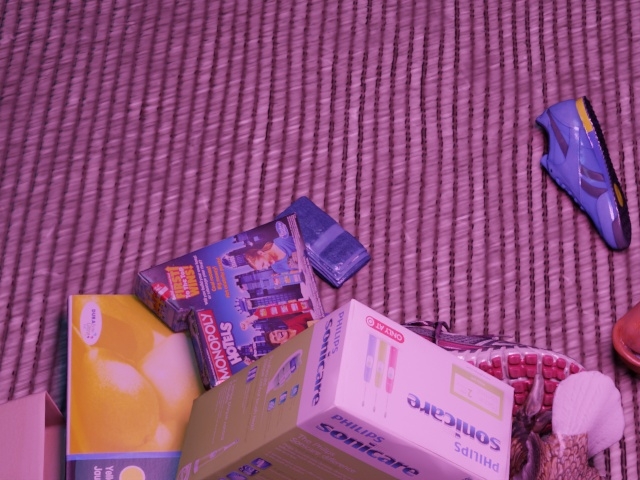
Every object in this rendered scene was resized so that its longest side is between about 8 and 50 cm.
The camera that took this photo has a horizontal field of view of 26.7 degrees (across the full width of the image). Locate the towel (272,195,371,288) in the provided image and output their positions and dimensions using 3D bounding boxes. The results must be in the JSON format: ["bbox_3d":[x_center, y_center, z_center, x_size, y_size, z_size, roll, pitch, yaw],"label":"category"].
[{"bbox_3d":[0.000,0.000,1.633,0.119,0.029,0.067,41,65,16],"label":"towel"}]

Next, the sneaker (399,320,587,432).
[{"bbox_3d":[0.161,0.141,1.531,0.299,0.120,0.112,8,30,-10],"label":"sneaker"}]

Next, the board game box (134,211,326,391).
[{"bbox_3d":[-0.099,0.077,1.487,0.194,0.060,0.194,-8,64,-15],"label":"board game box"}]

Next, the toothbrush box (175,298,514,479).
[{"bbox_3d":[0.019,0.201,1.327,0.206,0.283,0.122,29,50,-23],"label":"toothbrush box"}]

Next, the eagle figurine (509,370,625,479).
[{"bbox_3d":[0.223,0.297,1.392,0.226,0.225,0.298,-7,37,0],"label":"eagle figurine"}]

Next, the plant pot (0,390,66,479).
[{"bbox_3d":[-0.328,0.233,1.434,0.096,0.109,0.109,-6,62,1],"label":"plant pot"}]

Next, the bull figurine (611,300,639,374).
[{"bbox_3d":[0.479,0.074,1.603,0.188,0.101,0.310,43,66,14],"label":"bull figurine"}]

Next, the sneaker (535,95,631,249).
[{"bbox_3d":[0.330,-0.077,1.699,0.082,0.069,0.209,-22,72,19],"label":"sneaker"}]

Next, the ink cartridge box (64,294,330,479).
[{"bbox_3d":[-0.126,0.205,1.485,0.307,0.072,0.303,-2,62,-6],"label":"ink cartridge box"}]
